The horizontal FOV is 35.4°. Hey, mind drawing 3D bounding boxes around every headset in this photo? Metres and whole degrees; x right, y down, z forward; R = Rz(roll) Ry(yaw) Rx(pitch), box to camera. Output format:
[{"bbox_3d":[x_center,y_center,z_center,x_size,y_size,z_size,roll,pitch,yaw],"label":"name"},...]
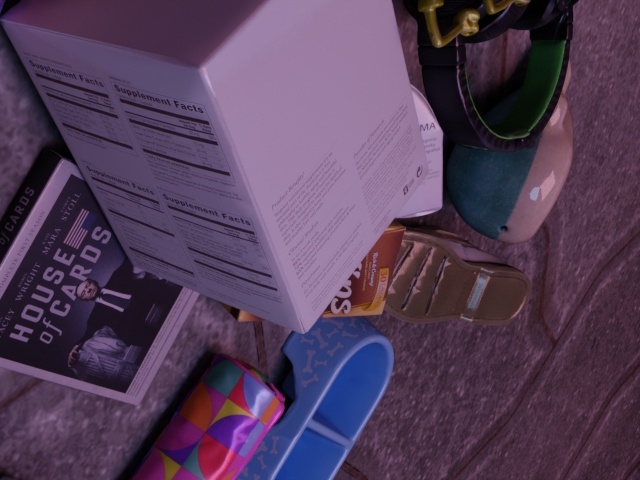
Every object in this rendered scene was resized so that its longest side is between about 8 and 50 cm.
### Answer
[{"bbox_3d":[0.213,-0.289,1.067,0.243,0.185,0.394,-22,113,-45],"label":"headset"}]

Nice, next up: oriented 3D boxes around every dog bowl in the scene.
[{"bbox_3d":[-0.013,0.217,1.214,0.297,0.074,0.166,-58,146,-8],"label":"dog bowl"}]

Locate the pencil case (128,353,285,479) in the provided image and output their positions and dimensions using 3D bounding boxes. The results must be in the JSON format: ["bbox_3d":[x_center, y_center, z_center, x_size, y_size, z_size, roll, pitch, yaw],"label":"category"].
[{"bbox_3d":[-0.129,0.236,1.051,0.236,0.104,0.104,-58,146,-8],"label":"pencil case"}]

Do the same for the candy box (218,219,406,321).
[{"bbox_3d":[-0.007,0.024,1.062,0.187,0.053,0.109,-1,114,-35],"label":"candy box"}]

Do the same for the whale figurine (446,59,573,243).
[{"bbox_3d":[0.247,-0.130,1.294,0.216,0.141,0.272,103,6,-62],"label":"whale figurine"}]

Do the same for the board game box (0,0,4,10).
[{"bbox_3d":[-0.196,-0.188,0.638,0.133,0.033,0.168,111,-7,-68],"label":"board game box"}]

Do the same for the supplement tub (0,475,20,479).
[{"bbox_3d":[-0.285,0.380,0.824,0.316,0.228,0.228,-54,145,-13],"label":"supplement tub"}]

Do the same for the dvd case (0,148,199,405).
[{"bbox_3d":[-0.198,0.043,0.887,0.179,0.029,0.239,-61,147,-3],"label":"dvd case"}]

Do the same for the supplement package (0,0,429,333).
[{"bbox_3d":[-0.066,-0.106,0.783,0.199,0.198,0.262,-51,143,-29],"label":"supplement package"}]

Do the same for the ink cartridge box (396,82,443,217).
[{"bbox_3d":[0.053,-0.163,0.937,0.066,0.189,0.232,-12,127,-17],"label":"ink cartridge box"}]

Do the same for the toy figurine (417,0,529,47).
[{"bbox_3d":[0.106,-0.304,0.884,0.362,0.217,0.191,-38,119,-32],"label":"toy figurine"}]

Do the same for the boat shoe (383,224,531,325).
[{"bbox_3d":[0.131,0.039,1.258,0.302,0.103,0.113,19,102,-41],"label":"boat shoe"}]
